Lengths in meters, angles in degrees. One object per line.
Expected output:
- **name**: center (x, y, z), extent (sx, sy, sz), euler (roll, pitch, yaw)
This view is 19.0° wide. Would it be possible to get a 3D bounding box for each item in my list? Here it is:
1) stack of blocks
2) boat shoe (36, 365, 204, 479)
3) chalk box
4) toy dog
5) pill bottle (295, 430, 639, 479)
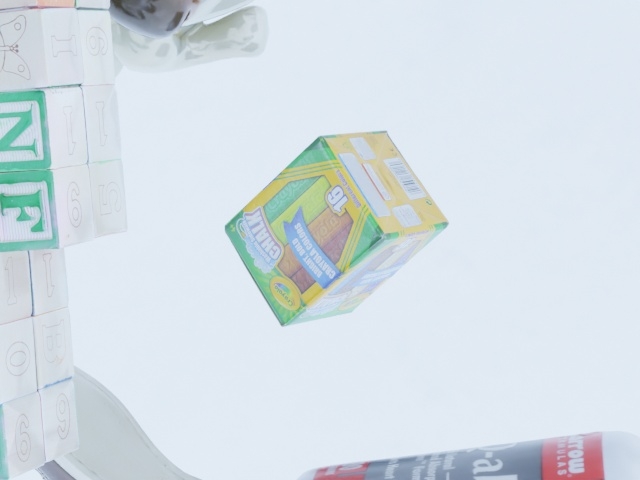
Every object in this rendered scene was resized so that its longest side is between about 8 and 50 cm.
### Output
- **stack of blocks**: center (-0.204, -0.019, 1.073), extent (0.171, 0.087, 0.297), euler (-2, 95, 20)
- **boat shoe**: center (-0.191, 0.225, 1.742), extent (0.097, 0.324, 0.116), euler (-45, 10, 32)
- **chalk box**: center (0.000, 0.000, 1.997), extent (0.213, 0.132, 0.132), euler (-43, 71, 30)
- **toy dog**: center (-0.201, -0.326, 1.927), extent (0.408, 0.395, 0.285), euler (9, 75, 52)
- **pill bottle**: center (0.167, 0.257, 1.458), extent (0.363, 0.210, 0.210), euler (-9, 67, 10)
